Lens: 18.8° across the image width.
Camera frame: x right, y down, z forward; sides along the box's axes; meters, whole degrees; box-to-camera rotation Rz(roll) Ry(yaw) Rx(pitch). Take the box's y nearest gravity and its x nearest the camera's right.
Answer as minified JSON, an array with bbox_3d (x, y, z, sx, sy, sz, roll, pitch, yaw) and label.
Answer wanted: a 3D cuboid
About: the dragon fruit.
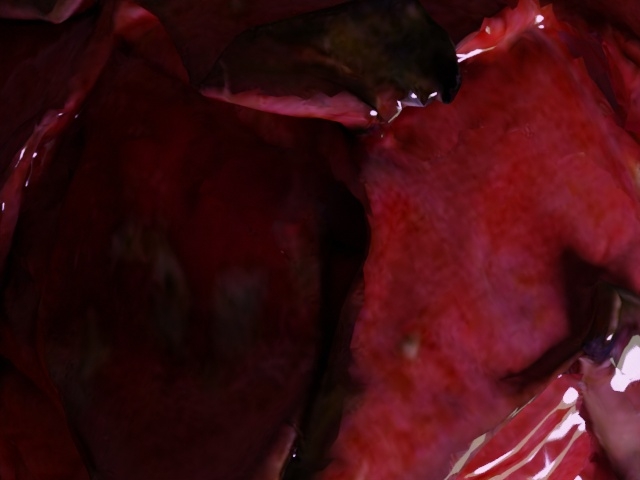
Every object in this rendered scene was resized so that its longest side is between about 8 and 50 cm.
[{"bbox_3d":[0.000,0.000,0.503,0.244,0.244,0.299,-54,-174,36],"label":"dragon fruit"}]
